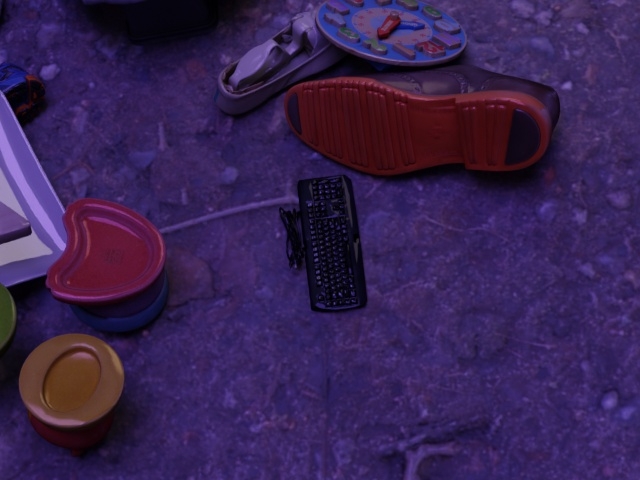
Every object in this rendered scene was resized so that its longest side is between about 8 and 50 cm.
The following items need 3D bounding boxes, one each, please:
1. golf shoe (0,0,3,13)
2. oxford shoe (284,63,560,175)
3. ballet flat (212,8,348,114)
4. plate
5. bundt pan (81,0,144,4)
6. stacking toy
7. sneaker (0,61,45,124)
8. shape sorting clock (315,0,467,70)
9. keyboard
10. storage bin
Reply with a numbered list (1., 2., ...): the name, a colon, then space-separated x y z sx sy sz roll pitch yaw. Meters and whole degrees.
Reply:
1. golf shoe: -0.555 -0.337 1.849 0.176 0.069 0.086 -6 69 8
2. oxford shoe: 0.131 -0.165 1.638 0.364 0.130 0.133 9 33 21
3. ballet flat: -0.041 -0.258 1.712 0.248 0.086 0.086 -36 64 -9
4. plate: -0.479 -0.045 1.614 0.277 0.045 0.278 -22 76 -38
5. bundt pan: -0.238 -0.457 1.746 0.331 0.124 0.331 -8 36 6
6. stacking toy: -0.342 0.098 1.557 0.279 0.130 0.309 16 57 5
7. sneaker: -0.494 -0.175 1.759 0.221 0.083 0.087 -30 51 -13
8. shape sorting clock: 0.095 -0.287 1.680 0.206 0.040 0.206 9 38 -7
9. keyboard: 0.000 0.000 1.602 0.100 0.038 0.192 -10 62 5
10. storage bin: -0.221 -0.349 1.783 0.135 0.091 0.098 -8 63 5
